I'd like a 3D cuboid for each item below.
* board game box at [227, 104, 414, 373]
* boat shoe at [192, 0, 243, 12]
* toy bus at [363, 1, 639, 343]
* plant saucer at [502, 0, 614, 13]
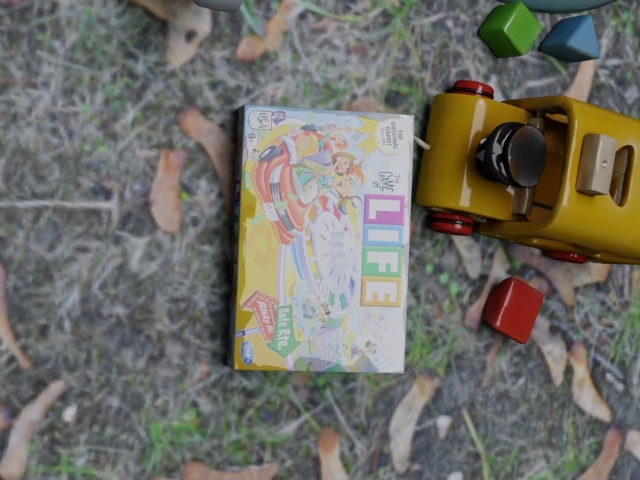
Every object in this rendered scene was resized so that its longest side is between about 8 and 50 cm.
[{"bbox_3d":[0.000,0.000,0.849,0.103,0.026,0.154,2,90,-13],"label":"board game box"},{"bbox_3d":[-0.065,-0.275,0.793,0.094,0.109,0.302,7,78,-16],"label":"boat shoe"},{"bbox_3d":[0.149,-0.044,0.911,0.202,0.104,0.191,-39,110,-25],"label":"toy bus"},{"bbox_3d":[0.163,-0.312,0.953,0.317,0.043,0.318,-1,92,-31],"label":"plant saucer"}]
